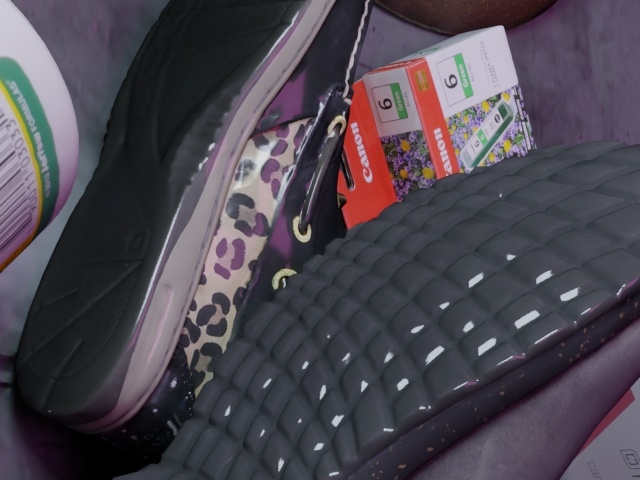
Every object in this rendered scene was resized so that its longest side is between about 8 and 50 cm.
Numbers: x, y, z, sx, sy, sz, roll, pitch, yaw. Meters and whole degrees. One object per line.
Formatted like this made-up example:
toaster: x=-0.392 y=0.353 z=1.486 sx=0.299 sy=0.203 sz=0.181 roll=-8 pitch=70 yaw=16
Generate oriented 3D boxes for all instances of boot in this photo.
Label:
boot: x=-0.002 y=0.001 z=0.752 sx=0.178 sy=0.085 sz=0.236 roll=40 pitch=64 yaw=-36
boot: x=0.032 y=0.133 z=0.685 sx=0.338 sy=0.118 sz=0.223 roll=-37 pitch=123 yaw=-14

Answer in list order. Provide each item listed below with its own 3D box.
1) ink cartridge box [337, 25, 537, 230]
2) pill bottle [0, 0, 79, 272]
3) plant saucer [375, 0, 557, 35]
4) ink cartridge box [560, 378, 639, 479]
ink cartridge box: x=0.048 y=-0.051 z=0.855 sx=0.115 sy=0.029 sz=0.063 roll=-27 pitch=104 yaw=-47
pill bottle: x=-0.172 y=0.008 z=0.546 sx=0.118 sy=0.117 sz=0.208 roll=58 pitch=46 yaw=-21
plant saucer: x=0.068 y=-0.253 z=0.898 sx=0.310 sy=0.050 sz=0.311 roll=10 pitch=76 yaw=-46
ink cartridge box: x=0.239 y=0.058 z=0.849 sx=0.117 sy=0.283 sz=0.207 roll=-41 pitch=111 yaw=-43
